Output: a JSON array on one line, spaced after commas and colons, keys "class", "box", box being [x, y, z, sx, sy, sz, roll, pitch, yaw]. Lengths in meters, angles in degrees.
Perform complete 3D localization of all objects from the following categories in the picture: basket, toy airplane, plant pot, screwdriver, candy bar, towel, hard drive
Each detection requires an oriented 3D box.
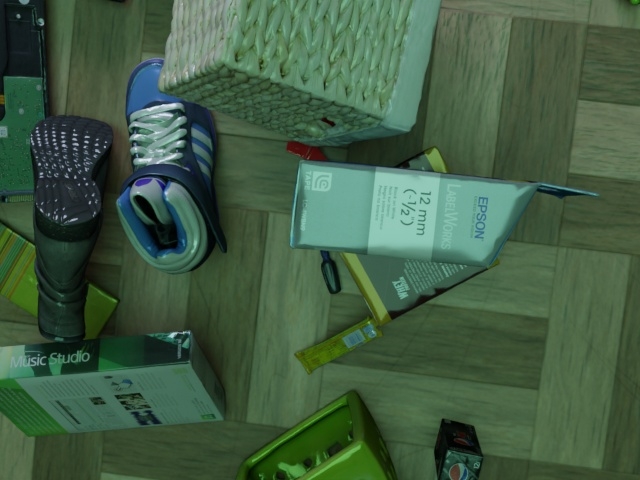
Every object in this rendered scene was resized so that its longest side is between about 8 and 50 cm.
[{"class": "basket", "box": [-0.028, -0.312, 1.257, 0.266, 0.328, 0.331, 12, 88, -23]}, {"class": "toy airplane", "box": [0.001, -0.175, 1.466, 0.151, 0.028, 0.151, 0, 93, 6]}, {"class": "plant pot", "box": [0.021, 0.388, 1.415, 0.228, 0.227, 0.207, -35, 98, 5]}, {"class": "screwdriver", "box": [0.000, 0.000, 1.481, 0.024, 0.025, 0.170, -16, 94, 5]}, {"class": "candy bar", "box": [0.027, 0.159, 1.463, 0.161, 0.018, 0.040, -31, 92, 31]}, {"class": "towel", "box": [-0.437, 0.069, 1.523, 0.237, 0.021, 0.102, 33, 101, 0]}, {"class": "hard drive", "box": [-0.516, -0.220, 1.413, 0.064, 0.237, 0.339, 1, 96, 49]}]

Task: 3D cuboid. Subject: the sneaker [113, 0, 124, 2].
[{"class": "sneaker", "box": [-0.378, -0.430, 1.455, 0.209, 0.069, 0.082, 28, 92, 2]}]

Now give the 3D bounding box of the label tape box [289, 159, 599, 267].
[{"class": "label tape box", "box": [0.147, -0.031, 1.224, 0.347, 0.249, 0.115, 8, 94, 4]}]

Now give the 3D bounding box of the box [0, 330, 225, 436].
[{"class": "box", "box": [-0.319, 0.215, 1.425, 0.322, 0.232, 0.058, -6, 59, 4]}]

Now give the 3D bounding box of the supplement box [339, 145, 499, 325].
[{"class": "supplement box", "box": [0.125, -0.009, 1.418, 0.194, 0.129, 0.191, -29, 92, 5]}]

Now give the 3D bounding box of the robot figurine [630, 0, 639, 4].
[{"class": "robot figurine", "box": [0.448, -0.399, 1.396, 0.101, 0.067, 0.115, -20, 94, 35]}]

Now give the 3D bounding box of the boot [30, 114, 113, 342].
[{"class": "boot", "box": [-0.372, -0.025, 1.404, 0.118, 0.338, 0.223, 7, 123, -10]}]

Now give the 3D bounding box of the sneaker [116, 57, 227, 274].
[{"class": "sneaker", "box": [-0.223, -0.112, 1.382, 0.130, 0.236, 0.323, -10, 94, 5]}]

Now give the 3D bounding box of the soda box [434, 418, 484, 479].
[{"class": "soda box", "box": [0.200, 0.314, 1.417, 0.053, 0.169, 0.060, 14, 95, 4]}]
